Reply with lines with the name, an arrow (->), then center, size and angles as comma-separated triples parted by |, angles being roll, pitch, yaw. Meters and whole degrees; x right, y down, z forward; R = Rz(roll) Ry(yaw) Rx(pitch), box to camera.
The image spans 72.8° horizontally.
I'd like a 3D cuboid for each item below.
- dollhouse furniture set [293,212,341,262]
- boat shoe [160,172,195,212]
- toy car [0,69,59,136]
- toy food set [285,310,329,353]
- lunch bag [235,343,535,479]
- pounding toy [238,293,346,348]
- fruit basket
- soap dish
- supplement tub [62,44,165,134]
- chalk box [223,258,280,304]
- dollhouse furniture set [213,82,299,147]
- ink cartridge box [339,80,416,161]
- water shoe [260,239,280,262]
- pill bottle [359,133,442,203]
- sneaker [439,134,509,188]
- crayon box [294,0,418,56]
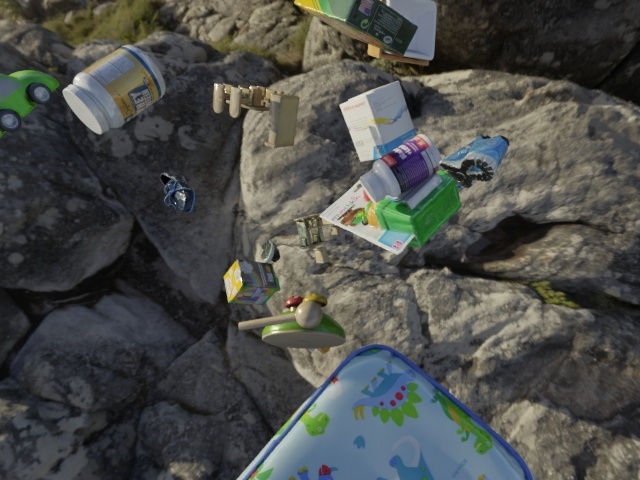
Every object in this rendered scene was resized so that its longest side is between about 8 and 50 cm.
dollhouse furniture set -> 0.000, 0.000, 1.532 | 0.160, 0.101, 0.182 | -2, 102, 51
boat shoe -> -0.523, -0.170, 1.559 | 0.258, 0.089, 0.109 | 36, 108, 50
toy car -> -0.364, -0.103, 0.433 | 0.239, 0.053, 0.225 | 8, 57, 41
toy food set -> -0.032, 0.272, 1.404 | 0.111, 0.232, 0.104 | -45, 107, -8
lunch bag -> 0.030, 0.201, 0.296 | 0.176, 0.090, 0.219 | 38, 62, 18
pounding toy -> -0.044, 0.159, 0.938 | 0.182, 0.237, 0.110 | -7, 64, 18
fruit basket -> 0.207, -0.133, 1.270 | 0.327, 0.165, 0.353 | -41, 44, -16
soap dish -> 0.293, -0.764, 1.572 | 0.118, 0.290, 0.229 | 15, 111, 47
supplement tub -> -0.503, -0.369, 1.067 | 0.144, 0.144, 0.200 | 35, 64, 13
chalk box -> -0.265, 0.175, 1.775 | 0.132, 0.213, 0.132 | -47, 47, 35
dollhouse furniture set -> -0.204, -0.420, 1.452 | 0.242, 0.212, 0.161 | 22, 116, 28
ink cartridge box -> 0.217, -0.438, 1.609 | 0.168, 0.171, 0.233 | -31, 109, -25
water shoe -> -0.197, 0.054, 1.805 | 0.080, 0.203, 0.073 | 40, 100, -17
pill bottle -> 0.202, -0.178, 1.109 | 0.193, 0.108, 0.108 | -32, 82, -4
sneaker -> 0.253, -0.132, 0.705 | 0.063, 0.162, 0.073 | 41, 88, -10
crayon box -> 0.072, -0.582, 1.113 | 0.318, 0.202, 0.081 | 50, 120, 44
